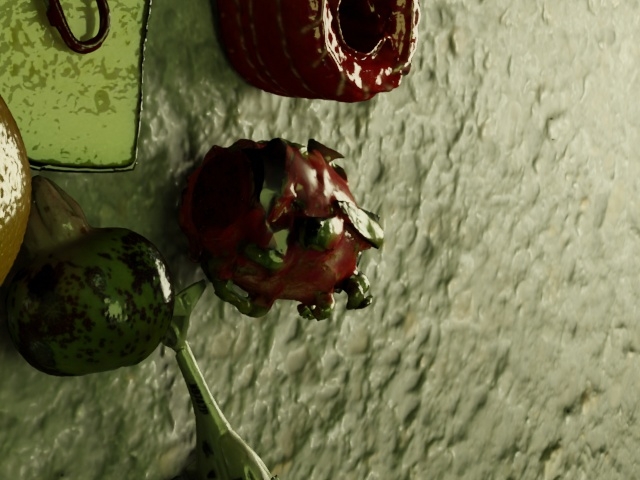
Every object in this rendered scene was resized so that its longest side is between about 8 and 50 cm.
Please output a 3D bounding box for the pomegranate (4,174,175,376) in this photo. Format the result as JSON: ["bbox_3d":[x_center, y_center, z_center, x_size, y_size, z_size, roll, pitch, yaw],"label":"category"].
[{"bbox_3d":[-0.193,0.034,1.443,0.138,0.163,0.125,-27,156,-30],"label":"pomegranate"}]

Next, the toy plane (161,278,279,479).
[{"bbox_3d":[-0.088,0.176,1.594,0.092,0.108,0.286,-33,107,-42],"label":"toy plane"}]

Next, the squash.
[{"bbox_3d":[-0.231,-0.149,1.403,0.184,0.085,0.192,5,88,-22],"label":"squash"}]

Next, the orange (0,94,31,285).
[{"bbox_3d":[-0.302,-0.036,1.206,0.236,0.236,0.236,-9,102,-50],"label":"orange"}]

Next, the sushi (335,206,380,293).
[{"bbox_3d":[0.000,0.000,1.709,0.084,0.056,0.083,22,85,-51],"label":"sushi"}]

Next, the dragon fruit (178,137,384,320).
[{"bbox_3d":[-0.026,-0.008,1.579,0.172,0.166,0.160,22,98,-40],"label":"dragon fruit"}]

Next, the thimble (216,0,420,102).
[{"bbox_3d":[-0.003,-0.217,1.619,0.163,0.125,0.190,-37,123,-39],"label":"thimble"}]

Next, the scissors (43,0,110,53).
[{"bbox_3d":[-0.243,-0.253,1.343,0.144,0.017,0.248,-12,94,-21],"label":"scissors"}]
